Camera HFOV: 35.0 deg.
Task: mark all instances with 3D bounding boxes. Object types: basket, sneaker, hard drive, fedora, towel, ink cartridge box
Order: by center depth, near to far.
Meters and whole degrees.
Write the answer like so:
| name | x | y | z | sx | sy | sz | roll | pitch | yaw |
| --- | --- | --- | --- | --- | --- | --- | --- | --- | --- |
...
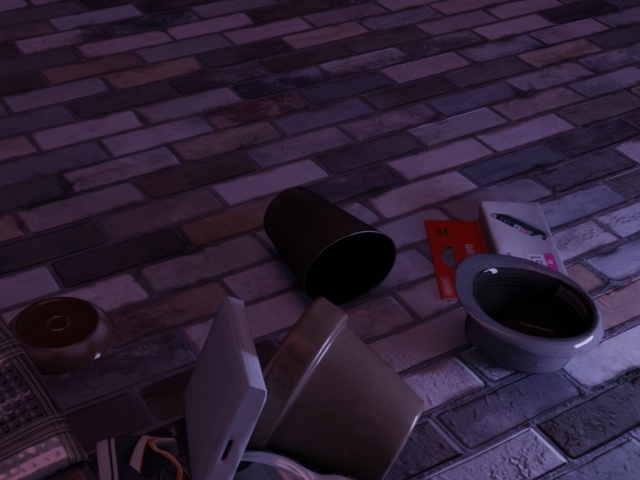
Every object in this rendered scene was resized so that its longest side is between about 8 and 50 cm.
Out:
| name | x | y | z | sx | sy | sz | roll | pitch | yaw |
| --- | --- | --- | --- | --- | --- | --- | --- | --- | --- |
| sneaker | -0.237 | 0.384 | 1.409 | 0.127 | 0.126 | 0.321 | -10 | 36 | -9 |
| towel | -0.543 | 0.269 | 1.452 | 0.324 | 0.056 | 0.312 | -22 | 53 | -27 |
| sneaker | -0.042 | 0.379 | 1.460 | 0.271 | 0.100 | 0.108 | 12 | 53 | 19 |
| hard drive | -0.147 | 0.232 | 1.501 | 0.040 | 0.203 | 0.307 | 18 | 15 | -17 |
| fedora | 0.352 | 0.144 | 1.793 | 0.275 | 0.124 | 0.244 | 11 | 38 | -4 |
| basket | 0.000 | 0.000 | 1.952 | 0.204 | 0.154 | 0.227 | -16 | 36 | -26 |
| ink cartridge box | 0.345 | 0.016 | 2.032 | 0.239 | 0.060 | 0.275 | 2 | 36 | -4 |

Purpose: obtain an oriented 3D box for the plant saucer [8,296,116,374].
| name | x | y | z | sx | sy | sz | roll | pitch | yaw |
| --- | --- | --- | --- | --- | --- | --- | --- | --- | --- |
| plant saucer | -0.461 | 0.156 | 1.787 | 0.198 | 0.036 | 0.198 | 2 | 36 | -2 |

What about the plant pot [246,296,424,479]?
| name | x | y | z | sx | sy | sz | roll | pitch | yaw |
| --- | --- | --- | --- | --- | --- | --- | --- | --- | --- |
| plant pot | 0.027 | 0.250 | 1.542 | 0.229 | 0.263 | 0.263 | 31 | 41 | 8 |
